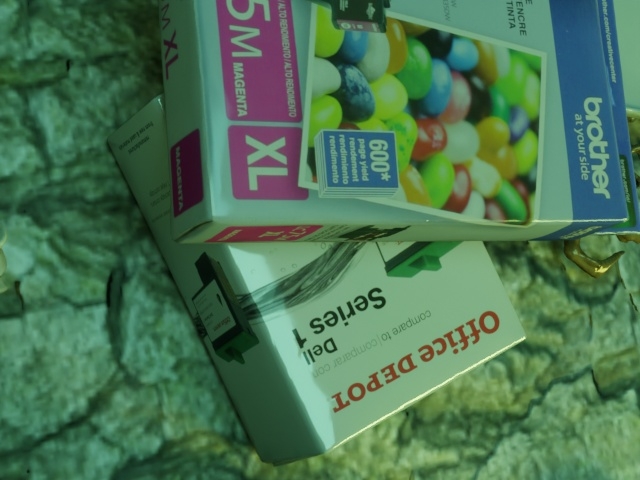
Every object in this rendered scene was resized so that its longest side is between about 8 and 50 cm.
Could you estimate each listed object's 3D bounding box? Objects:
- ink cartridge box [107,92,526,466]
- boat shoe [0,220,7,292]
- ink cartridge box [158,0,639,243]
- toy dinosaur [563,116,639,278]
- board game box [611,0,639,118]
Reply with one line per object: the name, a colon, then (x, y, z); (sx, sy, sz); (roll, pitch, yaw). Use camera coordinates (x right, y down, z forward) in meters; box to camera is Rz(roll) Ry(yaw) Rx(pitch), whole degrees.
ink cartridge box: (0.000, 0.000, 0.847); (0.160, 0.092, 0.219); (-27, 91, -28)
boat shoe: (-0.205, 0.013, 0.748); (0.088, 0.096, 0.268); (5, 79, -29)
ink cartridge box: (0.063, -0.093, 0.814); (0.311, 0.065, 0.186); (0, 78, -29)
toy dinosaur: (0.161, -0.028, 0.957); (0.112, 0.064, 0.211); (48, 52, 3)
board game box: (0.239, -0.254, 1.016); (0.389, 0.050, 0.390); (7, 71, -24)
